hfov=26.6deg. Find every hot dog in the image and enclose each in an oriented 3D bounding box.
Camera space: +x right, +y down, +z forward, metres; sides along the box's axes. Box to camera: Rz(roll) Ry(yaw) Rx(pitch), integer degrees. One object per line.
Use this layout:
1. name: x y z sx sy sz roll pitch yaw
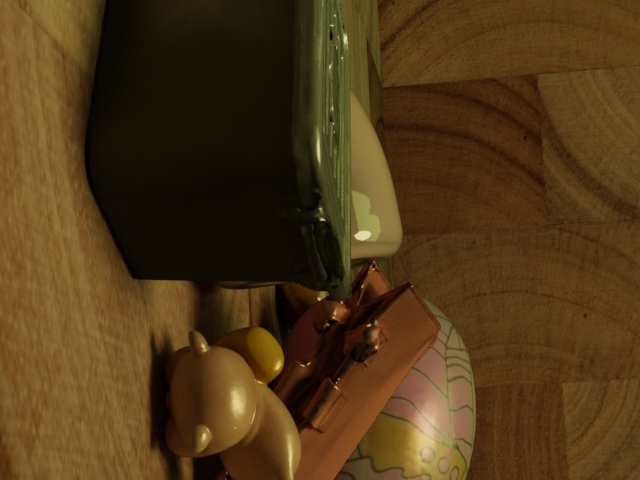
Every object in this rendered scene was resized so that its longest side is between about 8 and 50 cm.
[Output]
1. hot dog: 0.000 0.000 1.429 0.250 0.076 0.104 -83 166 -48

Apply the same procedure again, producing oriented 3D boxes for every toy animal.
1. toy animal: -0.069 0.115 0.866 0.082 0.091 0.114 -5 77 -55

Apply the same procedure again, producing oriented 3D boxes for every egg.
1. egg: 0.046 0.171 1.227 0.196 0.196 0.271 77 14 -51

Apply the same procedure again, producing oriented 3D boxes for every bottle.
1. bottle: -0.031 -0.090 1.007 0.147 0.147 0.236 34 44 -81

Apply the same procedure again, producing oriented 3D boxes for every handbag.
1. handbag: 0.001 0.121 0.996 0.212 0.059 0.157 -54 161 -4

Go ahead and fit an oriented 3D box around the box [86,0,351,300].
1. box: -0.054 -0.086 0.827 0.163 0.135 0.243 77 10 -55
